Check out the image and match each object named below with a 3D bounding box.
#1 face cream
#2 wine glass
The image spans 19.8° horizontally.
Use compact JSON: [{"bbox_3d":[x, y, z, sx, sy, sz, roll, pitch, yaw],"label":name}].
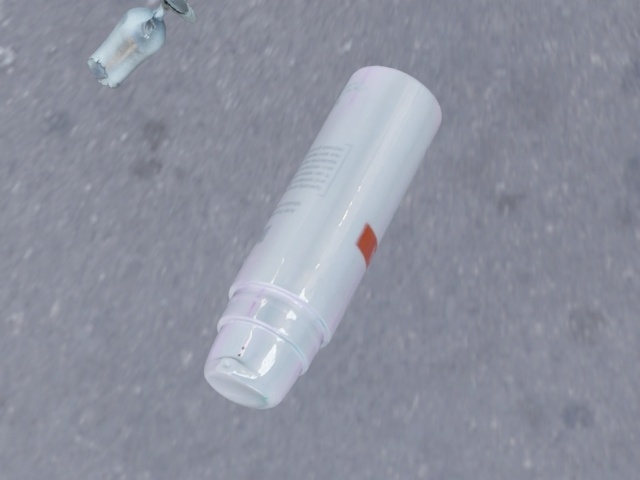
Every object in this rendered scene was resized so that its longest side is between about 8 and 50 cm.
[{"bbox_3d":[0.000,0.000,1.628,0.102,0.346,0.102,21,151,12],"label":"face cream"},{"bbox_3d":[-0.127,-0.143,1.295,0.042,0.039,0.083,45,112,-3],"label":"wine glass"}]
